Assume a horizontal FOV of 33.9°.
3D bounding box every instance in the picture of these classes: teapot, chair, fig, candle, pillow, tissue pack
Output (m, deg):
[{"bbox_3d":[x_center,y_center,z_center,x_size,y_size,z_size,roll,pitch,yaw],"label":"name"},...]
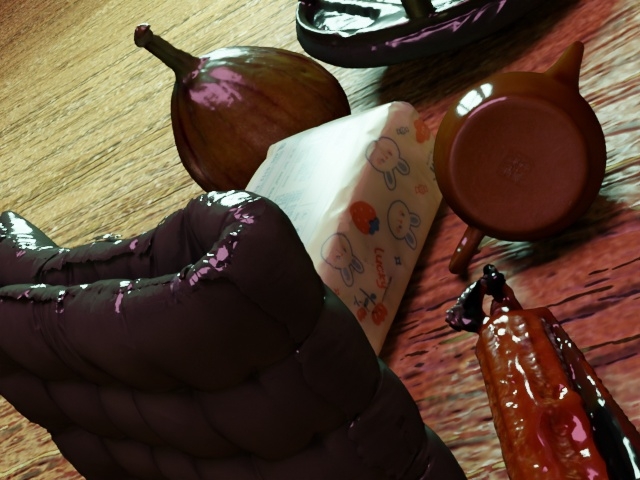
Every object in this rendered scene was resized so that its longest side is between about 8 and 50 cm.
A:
[{"bbox_3d":[0.129,-0.053,0.696,0.173,0.116,0.116,-63,24,16],"label":"teapot"},{"bbox_3d":[0.039,-0.393,0.908,0.362,0.410,0.365,-37,30,-19],"label":"chair"},{"bbox_3d":[-0.076,-0.109,0.958,0.148,0.202,0.149,-82,11,-69],"label":"fig"},{"bbox_3d":[0.124,0.097,0.525,0.084,0.059,0.301,-23,32,7],"label":"candle"},{"bbox_3d":[-0.086,0.084,0.619,0.326,0.228,0.101,-3,40,50],"label":"pillow"},{"bbox_3d":[0.000,0.000,0.779,0.148,0.092,0.196,-14,39,41],"label":"tissue pack"}]
